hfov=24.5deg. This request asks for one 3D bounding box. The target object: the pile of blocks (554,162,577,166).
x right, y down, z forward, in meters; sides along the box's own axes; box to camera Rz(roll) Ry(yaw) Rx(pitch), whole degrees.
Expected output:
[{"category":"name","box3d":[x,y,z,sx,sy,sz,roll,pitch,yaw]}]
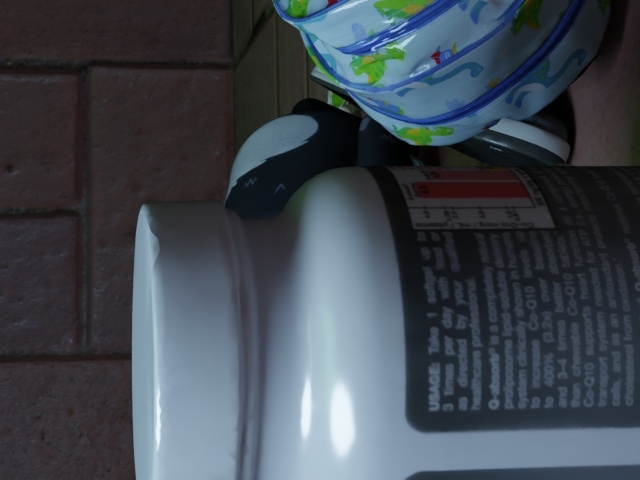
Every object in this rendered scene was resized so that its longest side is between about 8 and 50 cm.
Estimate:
[{"category":"pile of blocks","box3d":[0.182,0.136,1.014,0.113,0.149,0.362,20,116,49]}]

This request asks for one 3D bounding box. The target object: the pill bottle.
[{"category":"pill bottle","box3d":[0.084,0.062,0.808,0.210,0.363,0.210,180,90,-80]}]

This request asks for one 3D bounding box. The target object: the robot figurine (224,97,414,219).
[{"category":"robot figurine","box3d":[0.001,0.002,1.258,0.278,0.174,0.209,-84,-18,-48]}]

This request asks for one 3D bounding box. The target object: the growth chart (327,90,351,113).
[{"category":"growth chart","box3d":[0.036,-0.265,1.945,0.172,0.021,0.237,158,122,-77]}]

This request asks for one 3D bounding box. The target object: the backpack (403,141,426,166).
[{"category":"backpack","box3d":[0.067,-0.027,1.607,0.152,0.115,0.182,39,-130,-88]}]

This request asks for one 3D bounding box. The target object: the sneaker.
[{"category":"sneaker","box3d":[0.129,-0.171,1.267,0.295,0.124,0.178,29,92,47]}]

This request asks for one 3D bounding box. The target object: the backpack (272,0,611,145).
[{"category":"backpack","box3d":[0.076,-0.243,1.125,0.273,0.290,0.355,27,-136,-62]}]
